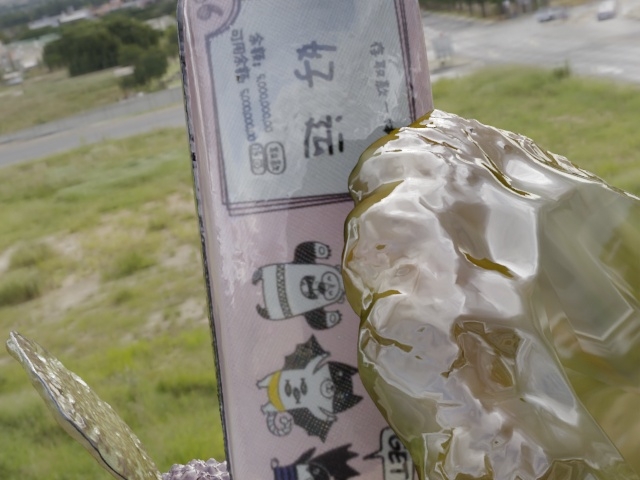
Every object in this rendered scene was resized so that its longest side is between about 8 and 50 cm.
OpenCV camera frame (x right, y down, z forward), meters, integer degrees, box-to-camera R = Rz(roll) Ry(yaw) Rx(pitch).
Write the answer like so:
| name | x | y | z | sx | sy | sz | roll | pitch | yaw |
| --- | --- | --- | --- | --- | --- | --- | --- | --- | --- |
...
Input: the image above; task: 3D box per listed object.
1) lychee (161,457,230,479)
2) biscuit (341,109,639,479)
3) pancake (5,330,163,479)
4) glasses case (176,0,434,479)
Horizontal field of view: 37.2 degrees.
| name | x | y | z | sx | sy | sz | roll | pitch | yaw |
| --- | --- | --- | --- | --- | --- | --- | --- | --- | --- |
| lychee | -0.182 | 0.506 | 1.554 | 0.264 | 0.300 | 0.264 | -27 | 2 | 1 |
| biscuit | 0.144 | 0.088 | 0.425 | 0.078 | 0.335 | 0.329 | -34 | -26 | 35 |
| pancake | -0.240 | 0.181 | 0.984 | 0.029 | 0.235 | 0.212 | -42 | 13 | -8 |
| glasses case | 0.000 | 0.000 | 0.479 | 0.122 | 0.314 | 0.075 | -7 | 6 | -16 |
